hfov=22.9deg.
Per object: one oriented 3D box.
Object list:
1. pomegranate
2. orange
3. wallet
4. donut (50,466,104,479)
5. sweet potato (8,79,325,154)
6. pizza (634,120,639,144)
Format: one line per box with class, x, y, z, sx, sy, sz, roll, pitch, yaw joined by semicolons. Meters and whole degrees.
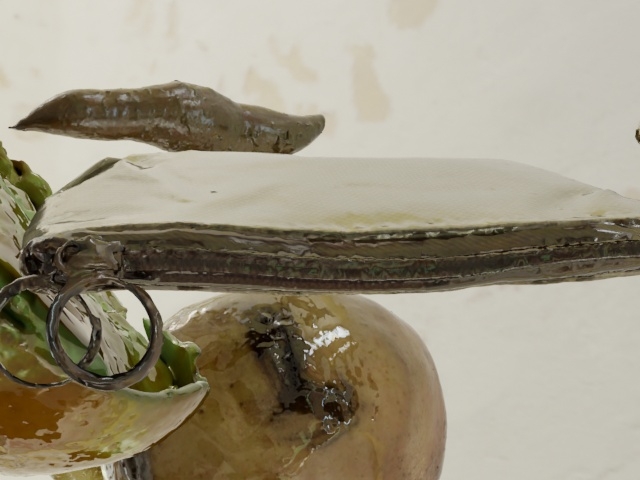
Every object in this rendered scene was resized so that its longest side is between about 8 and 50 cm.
pomegranate;-0.042;0.180;1.444;0.322;0.322;0.322;-25;-121;49
orange;-0.211;0.031;0.971;0.334;0.262;0.196;29;-92;53
wallet;0.000;-0.003;0.806;0.275;0.335;0.068;-131;-141;-73
donut;-0.296;0.254;2.084;0.074;0.174;0.190;-122;-137;-67
sweet potato;-0.118;-0.097;1.295;0.067;0.274;0.067;-10;-101;62
pizza;0.292;-0.024;1.160;0.127;0.058;0.246;77;-5;-55
